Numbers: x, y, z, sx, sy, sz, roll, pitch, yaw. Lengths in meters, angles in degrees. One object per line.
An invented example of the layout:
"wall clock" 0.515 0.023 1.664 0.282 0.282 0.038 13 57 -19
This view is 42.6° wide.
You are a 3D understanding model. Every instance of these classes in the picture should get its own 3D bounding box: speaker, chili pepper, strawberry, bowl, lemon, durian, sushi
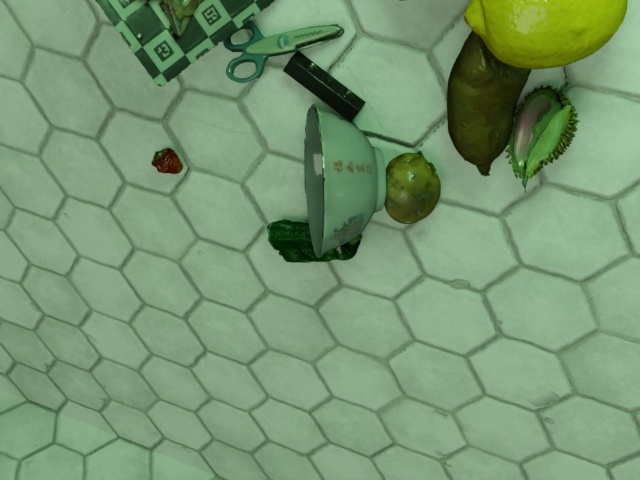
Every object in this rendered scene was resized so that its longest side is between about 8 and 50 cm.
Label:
"speaker" 0.008 -0.342 1.829 0.191 0.040 0.046 36 137 -4
"chili pepper" 0.000 0.000 2.093 0.270 0.099 0.136 -6 116 38
"strawberry" -0.399 -0.203 2.161 0.073 0.073 0.083 -15 132 37
"bowl" 0.058 -0.134 1.843 0.157 0.346 0.346 -2 133 -7
"lemon" 0.390 -0.412 1.414 0.288 0.234 0.234 -8 128 3
"durian" 0.453 -0.216 1.658 0.095 0.137 0.221 5 135 -22
"sushi" -0.269 -0.540 1.597 0.343 0.359 0.064 55 168 -25

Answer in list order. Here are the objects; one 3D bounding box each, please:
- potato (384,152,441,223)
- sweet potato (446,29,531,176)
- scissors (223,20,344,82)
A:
"potato" 0.206 -0.112 1.864 0.137 0.137 0.176 2 131 28
"sweet potato" 0.324 -0.273 1.641 0.157 0.158 0.370 20 140 12
"scissors" -0.084 -0.429 1.785 0.289 0.041 0.138 -7 85 22
